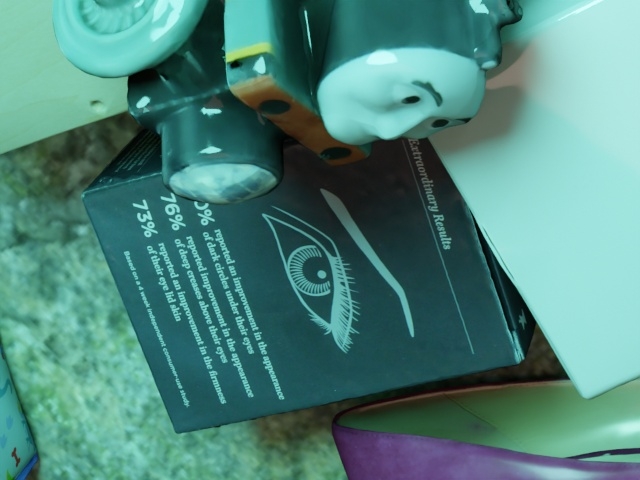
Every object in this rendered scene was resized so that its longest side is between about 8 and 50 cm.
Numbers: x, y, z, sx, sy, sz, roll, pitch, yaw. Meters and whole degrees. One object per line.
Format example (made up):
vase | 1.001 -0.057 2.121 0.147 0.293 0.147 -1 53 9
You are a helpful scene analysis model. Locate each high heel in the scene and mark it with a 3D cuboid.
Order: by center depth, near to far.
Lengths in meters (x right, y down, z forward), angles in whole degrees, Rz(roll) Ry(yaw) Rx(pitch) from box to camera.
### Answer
high heel | 0.181 0.080 0.880 0.377 0.127 0.181 -39 94 21

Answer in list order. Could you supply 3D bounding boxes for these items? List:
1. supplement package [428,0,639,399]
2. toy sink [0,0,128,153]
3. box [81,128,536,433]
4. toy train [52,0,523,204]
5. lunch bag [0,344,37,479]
supplement package | 0.216 -0.086 0.763 0.293 0.175 0.177 -25 107 22
toy sink | -0.165 -0.166 0.830 0.152 0.234 0.131 -17 138 19
box | 0.000 0.000 0.891 0.207 0.108 0.153 -12 110 18
toy train | -0.011 -0.182 0.725 0.190 0.142 0.334 -13 66 25
lunch bag | -0.248 0.118 0.978 0.096 0.151 0.129 -9 112 17
